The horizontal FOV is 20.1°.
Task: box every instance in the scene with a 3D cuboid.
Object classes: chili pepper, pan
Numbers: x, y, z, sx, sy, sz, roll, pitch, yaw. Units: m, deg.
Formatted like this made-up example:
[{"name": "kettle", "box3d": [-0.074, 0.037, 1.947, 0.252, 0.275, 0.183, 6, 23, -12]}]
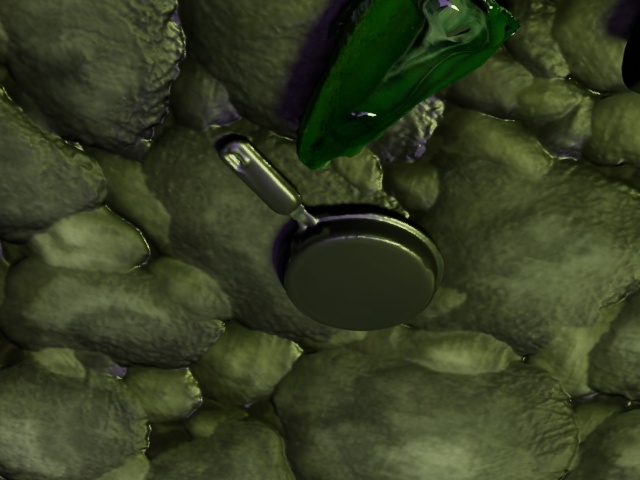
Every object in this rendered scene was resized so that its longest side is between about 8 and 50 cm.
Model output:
[{"name": "chili pepper", "box3d": [0.054, -0.119, 1.274, 0.108, 0.062, 0.216, 26, 135, -20]}, {"name": "pan", "box3d": [0.000, 0.000, 1.427, 0.136, 0.028, 0.235, -27, 127, 30]}]

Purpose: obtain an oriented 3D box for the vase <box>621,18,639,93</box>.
[{"name": "vase", "box3d": [0.316, -0.105, 1.258, 0.211, 0.060, 0.060, 14, 136, -15]}]
